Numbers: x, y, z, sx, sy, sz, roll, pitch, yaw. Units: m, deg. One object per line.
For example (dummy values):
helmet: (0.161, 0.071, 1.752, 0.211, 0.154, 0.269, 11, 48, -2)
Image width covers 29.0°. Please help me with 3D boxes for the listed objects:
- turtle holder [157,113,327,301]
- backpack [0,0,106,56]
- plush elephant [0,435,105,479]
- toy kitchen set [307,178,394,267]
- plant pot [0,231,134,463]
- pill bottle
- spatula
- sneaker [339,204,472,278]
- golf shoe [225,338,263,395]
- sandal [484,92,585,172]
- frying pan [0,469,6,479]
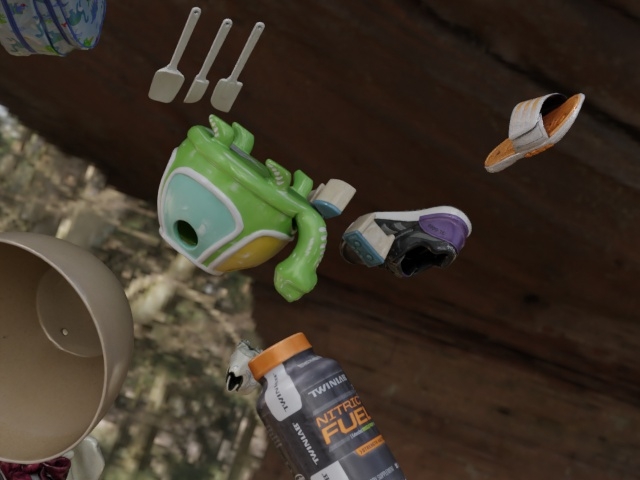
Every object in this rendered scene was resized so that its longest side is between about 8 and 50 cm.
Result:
turtle holder: (-0.133, -0.048, 2.145, 0.320, 0.227, 0.243, 36, 6, -12)
backpack: (-0.553, -0.510, 2.391, 0.273, 0.290, 0.355, 5, -37, -8)
plush elephant: (-0.482, 0.397, 2.096, 0.272, 0.255, 0.330, 23, -25, -26)
toy kitchen set: (0.000, 0.000, 2.272, 0.166, 0.122, 0.207, 48, -34, -20)
plant pot: (-0.345, 0.110, 1.550, 0.284, 0.284, 0.191, 18, 20, 16)
pill bottle: (-0.001, 0.246, 1.643, 0.246, 0.130, 0.130, 59, 5, 9)
spatula: (-0.210, -0.329, 2.287, 0.168, 0.019, 0.242, 11, -39, -20)
sneaker: (0.140, 0.015, 2.337, 0.283, 0.124, 0.107, -13, -55, 37)
golf shoe: (-0.164, 0.267, 2.424, 0.069, 0.086, 0.176, 28, -34, 13)
sandal: (0.362, -0.199, 2.221, 0.076, 0.102, 0.265, 39, -36, -14)
frying pan: (-0.540, 0.302, 1.747, 0.197, 0.326, 0.053, 11, 38, 5)
